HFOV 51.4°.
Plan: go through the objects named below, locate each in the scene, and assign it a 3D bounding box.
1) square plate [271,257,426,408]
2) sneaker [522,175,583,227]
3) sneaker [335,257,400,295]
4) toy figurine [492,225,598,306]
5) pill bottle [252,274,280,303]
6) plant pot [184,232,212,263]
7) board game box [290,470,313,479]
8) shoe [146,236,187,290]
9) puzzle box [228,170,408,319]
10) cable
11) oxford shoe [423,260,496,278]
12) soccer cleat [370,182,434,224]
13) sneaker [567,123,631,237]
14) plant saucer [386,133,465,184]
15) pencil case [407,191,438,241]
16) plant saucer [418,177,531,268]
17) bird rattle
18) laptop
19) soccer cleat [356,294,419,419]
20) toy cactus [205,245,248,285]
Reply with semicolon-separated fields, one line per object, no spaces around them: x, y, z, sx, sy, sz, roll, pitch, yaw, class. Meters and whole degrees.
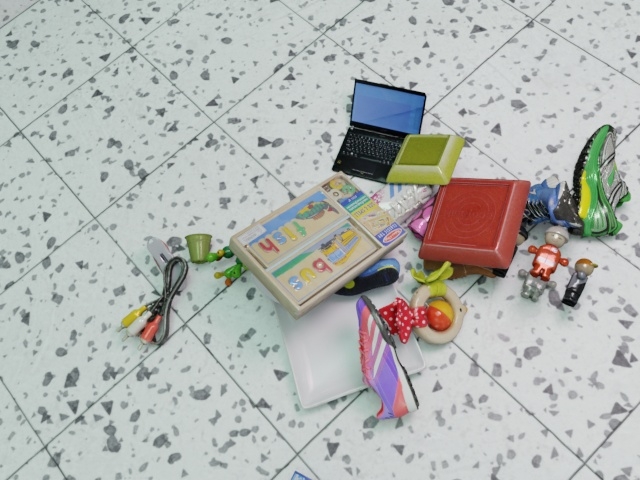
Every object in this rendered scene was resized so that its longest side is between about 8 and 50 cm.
0.069;0.248;1.817;0.344;0.049;0.347;-19;63;1;square plate
0.596;-0.084;1.774;0.147;0.330;0.130;-23;95;12;sneaker
0.117;0.095;1.829;0.209;0.069;0.082;-14;29;11;sneaker
0.580;0.061;1.724;0.209;0.213;0.148;35;73;-24;toy figurine
-0.055;0.028;1.853;0.161;0.161;0.283;18;51;17;pill bottle
-0.363;0.027;1.985;0.083;0.083;0.079;-6;76;7;plant pot
0.009;0.765;1.566;0.318;0.066;0.318;21;70;18;board game box
-0.453;0.069;1.984;0.063;0.081;0.178;-33;93;-5;shoe
0.000;0.000;1.751;0.409;0.052;0.272;-34;69;-31;puzzle box
-0.457;0.183;1.896;0.139;0.072;0.287;33;90;21;cable
0.389;0.077;1.847;0.212;0.076;0.076;14;98;13;oxford shoe
0.234;-0.119;1.905;0.331;0.116;0.143;-52;30;-17;soccer cleat
0.791;-0.163;1.866;0.146;0.134;0.343;12;76;7;sneaker
0.295;-0.242;1.889;0.188;0.045;0.188;6;52;29;plant saucer
0.348;-0.078;1.907;0.209;0.098;0.095;-42;40;-8;pencil case
0.399;-0.063;1.762;0.258;0.048;0.259;6;68;36;plant saucer
0.291;0.182;1.748;0.207;0.143;0.253;42;56;-11;bird rattle
0.177;-0.328;2.028;0.234;0.136;0.264;16;68;17;laptop
0.141;0.296;1.676;0.116;0.108;0.318;-23;89;3;soccer cleat
-0.216;0.049;1.947;0.219;0.112;0.180;2;46;13;toy cactus
